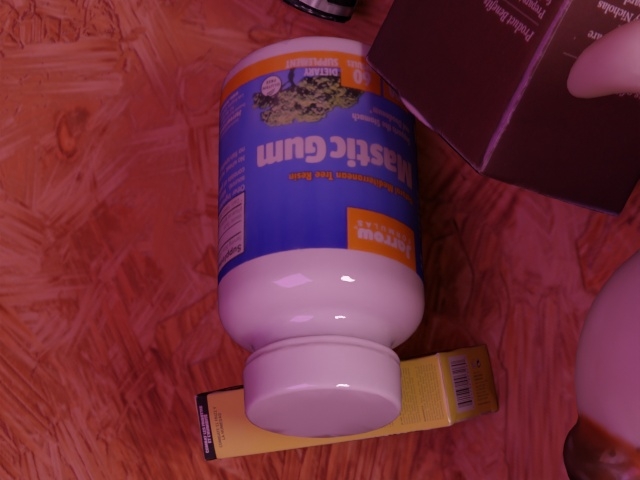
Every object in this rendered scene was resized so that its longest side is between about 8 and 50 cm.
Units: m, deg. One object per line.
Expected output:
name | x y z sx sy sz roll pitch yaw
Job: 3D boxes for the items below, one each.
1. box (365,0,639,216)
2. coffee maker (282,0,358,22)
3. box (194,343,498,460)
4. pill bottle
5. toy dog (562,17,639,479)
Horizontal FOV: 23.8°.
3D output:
box | 0.197 -0.230 1.011 0.381 0.143 0.191 -61 34 18
coffee maker | -0.002 -0.285 1.202 0.178 0.120 0.171 -58 41 19
box | 0.017 0.130 1.209 0.232 0.087 0.058 -12 85 33
pill bottle | 0.000 0.000 1.126 0.152 0.152 0.272 -19 59 31
toy dog | 0.286 0.060 0.884 0.395 0.408 0.284 18 66 -4
